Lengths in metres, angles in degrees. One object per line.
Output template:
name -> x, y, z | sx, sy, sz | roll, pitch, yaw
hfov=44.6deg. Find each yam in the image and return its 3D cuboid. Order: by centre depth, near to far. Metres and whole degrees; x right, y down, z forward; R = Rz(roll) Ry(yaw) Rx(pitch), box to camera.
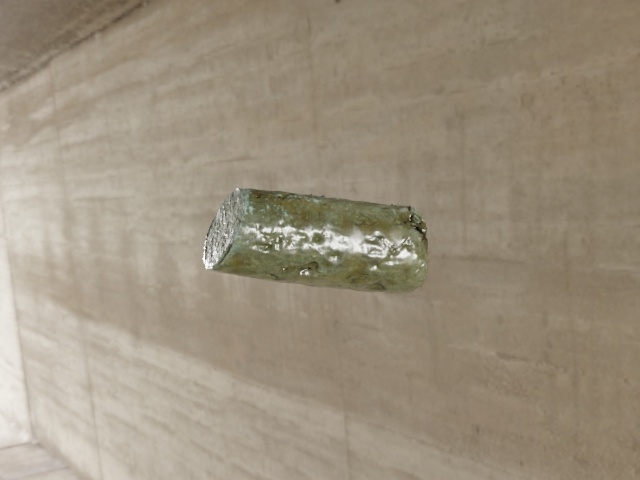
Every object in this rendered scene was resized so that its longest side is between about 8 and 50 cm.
yam -> 0.000, 0.000, 0.631 | 0.179, 0.078, 0.078 | 8, -178, -17
